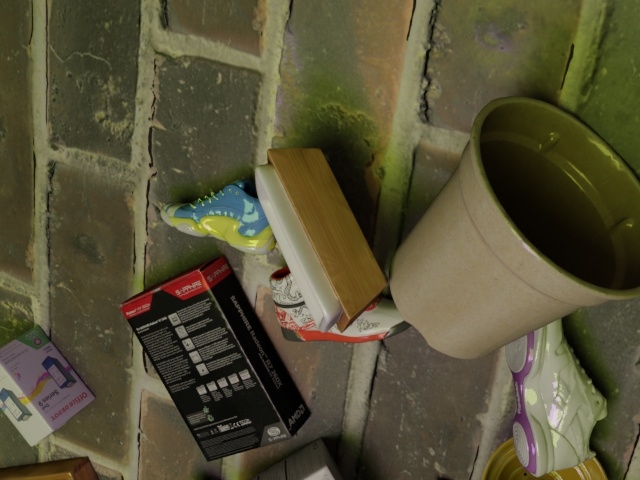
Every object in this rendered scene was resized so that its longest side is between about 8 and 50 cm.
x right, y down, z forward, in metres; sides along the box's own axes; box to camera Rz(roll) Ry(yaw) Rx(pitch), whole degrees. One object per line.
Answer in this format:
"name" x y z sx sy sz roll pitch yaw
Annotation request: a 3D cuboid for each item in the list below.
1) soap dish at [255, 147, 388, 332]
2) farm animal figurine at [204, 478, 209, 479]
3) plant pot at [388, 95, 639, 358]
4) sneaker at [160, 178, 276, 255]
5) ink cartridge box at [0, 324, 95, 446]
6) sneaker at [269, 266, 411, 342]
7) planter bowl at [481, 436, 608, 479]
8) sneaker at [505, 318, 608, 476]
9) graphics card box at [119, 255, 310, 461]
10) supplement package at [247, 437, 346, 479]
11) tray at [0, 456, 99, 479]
"soap dish" 0.000 0.000 1.475 0.118 0.229 0.291 -25 80 -7
"farm animal figurine" -0.165 0.696 1.900 0.330 0.172 0.327 14 116 21
"plant pot" 0.272 0.012 1.344 0.334 0.334 0.305 45 134 3
"sneaker" -0.177 -0.061 1.658 0.240 0.091 0.126 17 99 20
"ink cartridge box" -0.620 0.315 1.977 0.093 0.154 0.212 -35 92 31
"sneaker" 0.030 0.098 1.605 0.270 0.090 0.145 -6 110 31
"planter bowl" 0.375 0.436 1.550 0.217 0.090 0.217 -1 74 2
"sneaker" 0.388 0.227 1.489 0.152 0.114 0.305 -5 98 -10
"graphics card box" -0.206 0.236 1.777 0.232 0.094 0.371 -24 97 31
"supplement package" -0.076 0.541 1.716 0.293 0.175 0.178 -30 97 0
"tray" -0.688 0.647 2.197 0.410 0.076 0.203 -14 103 31
